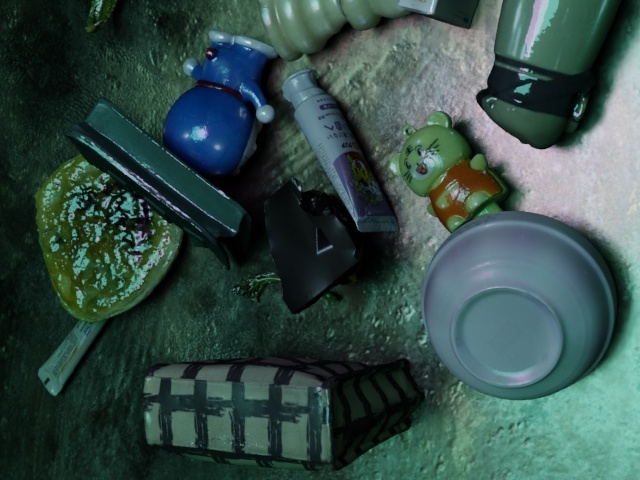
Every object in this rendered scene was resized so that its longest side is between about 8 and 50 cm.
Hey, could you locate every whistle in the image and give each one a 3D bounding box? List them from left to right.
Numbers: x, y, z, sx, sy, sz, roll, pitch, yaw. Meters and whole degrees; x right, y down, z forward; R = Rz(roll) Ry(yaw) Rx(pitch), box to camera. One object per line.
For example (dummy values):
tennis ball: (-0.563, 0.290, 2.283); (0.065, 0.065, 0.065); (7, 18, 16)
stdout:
whistle: (0.216, -0.073, 1.779); (0.131, 0.106, 0.288); (-48, 70, 27)

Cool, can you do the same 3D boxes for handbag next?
handbag: (-0.260, -0.090, 1.932); (0.326, 0.238, 0.089); (36, 79, 6)
handbag: (-0.052, 0.253, 1.803); (0.325, 0.327, 0.162); (0, 92, 28)

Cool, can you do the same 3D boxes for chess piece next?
chess piece: (0.044, -0.384, 1.852); (0.251, 0.144, 0.144); (-12, 85, 23)

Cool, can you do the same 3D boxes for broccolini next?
broccolini: (-0.061, 0.077, 1.966); (0.194, 0.054, 0.052); (0, 72, 26)

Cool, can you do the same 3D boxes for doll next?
doll: (-0.167, -0.229, 1.968); (0.215, 0.161, 0.256); (19, 83, 39)

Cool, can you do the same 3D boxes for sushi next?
sushi: (0.000, 0.000, 1.868); (0.153, 0.150, 0.172); (-40, 74, 23)

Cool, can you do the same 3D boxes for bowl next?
bowl: (0.277, 0.112, 1.679); (0.287, 0.144, 0.286); (6, 111, 16)

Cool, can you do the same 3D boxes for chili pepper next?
chili pepper: (-0.368, -0.547, 2.097); (0.085, 0.076, 0.358); (10, 92, 54)

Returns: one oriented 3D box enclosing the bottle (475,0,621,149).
bottle: (0.336, -0.307, 1.684); (0.169, 0.168, 0.346); (22, 106, 26)

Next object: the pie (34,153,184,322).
pie: (-0.386, -0.017, 2.103); (0.323, 0.070, 0.323); (-3, 82, 22)

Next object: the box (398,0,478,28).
box: (0.208, -0.446, 1.753); (0.067, 0.149, 0.233); (23, 101, 29)

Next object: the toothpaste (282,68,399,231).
toothpaste: (0.030, -0.141, 1.884); (0.073, 0.114, 0.299); (-39, 69, 29)

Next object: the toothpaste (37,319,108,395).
toothpaste: (-0.451, 0.184, 2.174); (0.067, 0.037, 0.255); (48, 112, 24)
